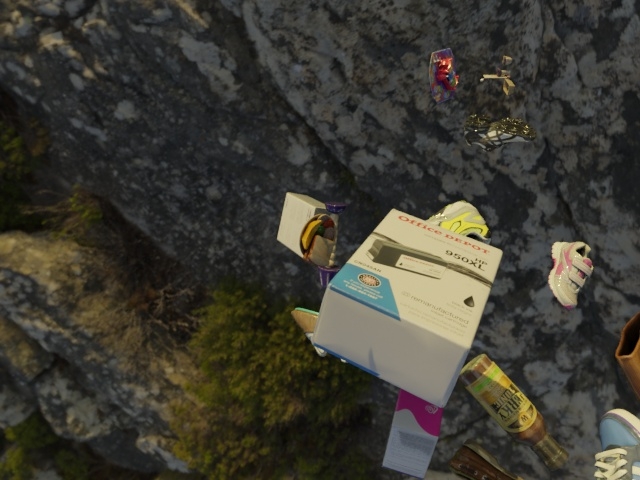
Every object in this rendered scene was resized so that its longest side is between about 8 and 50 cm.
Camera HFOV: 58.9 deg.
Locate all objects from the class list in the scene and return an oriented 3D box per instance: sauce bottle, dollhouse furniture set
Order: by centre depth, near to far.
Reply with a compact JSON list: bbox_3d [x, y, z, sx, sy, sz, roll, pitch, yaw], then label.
[{"bbox_3d":[0.535,0.473,1.564,0.344,0.111,0.111,46,129,12],"label":"sauce bottle"},{"bbox_3d":[0.506,-0.466,1.616,0.081,0.114,0.091,2,123,4],"label":"dollhouse furniture set"}]

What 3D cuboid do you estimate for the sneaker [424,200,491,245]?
[{"bbox_3d":[0.321,0.022,1.640,0.147,0.384,0.145,52,168,37],"label":"sneaker"}]

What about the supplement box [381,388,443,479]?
[{"bbox_3d":[0.224,0.473,1.385,0.113,0.111,0.220,13,136,12],"label":"supplement box"}]

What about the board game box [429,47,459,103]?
[{"bbox_3d":[0.344,-0.444,1.522,0.033,0.168,0.133,6,114,37],"label":"board game box"}]

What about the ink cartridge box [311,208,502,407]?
[{"bbox_3d":[0.200,0.116,1.206,0.285,0.395,0.166,23,123,15],"label":"ink cartridge box"}]

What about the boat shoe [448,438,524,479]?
[{"bbox_3d":[0.483,0.668,1.502,0.307,0.104,0.111,31,153,40],"label":"boat shoe"}]

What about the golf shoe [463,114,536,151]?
[{"bbox_3d":[0.499,-0.291,1.579,0.198,0.077,0.094,18,135,29],"label":"golf shoe"}]

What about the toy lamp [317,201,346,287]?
[{"bbox_3d":[0.036,0.016,1.813,0.080,0.080,0.275,10,103,19],"label":"toy lamp"}]

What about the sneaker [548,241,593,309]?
[{"bbox_3d":[0.809,0.100,1.816,0.102,0.253,0.111,30,146,-26],"label":"sneaker"}]

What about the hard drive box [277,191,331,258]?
[{"bbox_3d":[-0.051,-0.051,1.941,0.232,0.089,0.181,33,113,57],"label":"hard drive box"}]

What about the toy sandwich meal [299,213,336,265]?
[{"bbox_3d":[0.000,0.000,0.900,0.029,0.085,0.086,23,133,46],"label":"toy sandwich meal"}]

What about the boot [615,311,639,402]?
[{"bbox_3d":[0.429,0.247,0.662,0.096,0.264,0.281,-20,101,51],"label":"boot"}]

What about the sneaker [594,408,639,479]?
[{"bbox_3d":[0.594,0.521,1.154,0.236,0.323,0.130,-3,153,-18],"label":"sneaker"}]

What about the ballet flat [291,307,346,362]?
[{"bbox_3d":[0.063,0.300,1.704,0.342,0.124,0.116,14,160,6],"label":"ballet flat"}]
